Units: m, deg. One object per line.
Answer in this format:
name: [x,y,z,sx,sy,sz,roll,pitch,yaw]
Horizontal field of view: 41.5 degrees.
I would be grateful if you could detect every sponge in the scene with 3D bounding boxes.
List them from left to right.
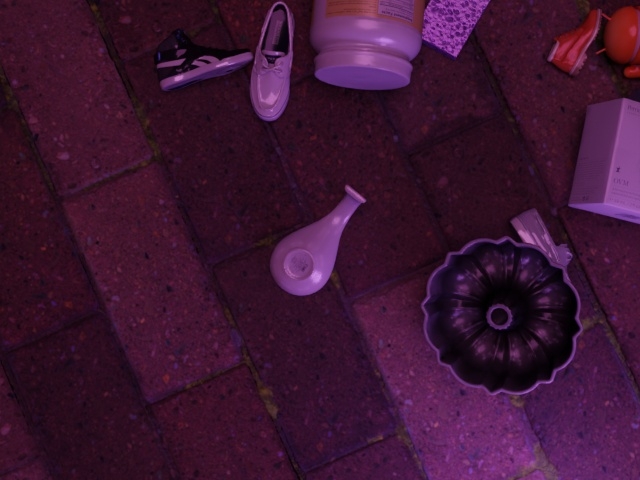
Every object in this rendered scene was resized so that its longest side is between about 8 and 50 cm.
sponge: [0.302,-0.519,1.883,0.117,0.031,0.210,31,88,2]

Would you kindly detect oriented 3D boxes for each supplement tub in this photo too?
supplement tub: [0.102,-0.503,1.780,0.241,0.241,0.331,5,88,1]

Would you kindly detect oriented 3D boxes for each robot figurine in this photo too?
robot figurine: [0.711,-0.443,1.826,0.219,0.158,0.128,3,66,1]

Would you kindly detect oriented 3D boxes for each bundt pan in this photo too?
bundt pan: [0.384,0.148,1.773,0.330,0.124,0.331,2,97,21]

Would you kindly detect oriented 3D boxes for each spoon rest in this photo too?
spoon rest: [0.000,0.000,1.850,0.137,0.084,0.276,40,102,3]

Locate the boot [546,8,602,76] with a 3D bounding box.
boot: [0.562,-0.449,1.865,0.084,0.059,0.158,27,89,7]

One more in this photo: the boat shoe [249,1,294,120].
boat shoe: [-0.108,-0.395,1.856,0.095,0.084,0.258,3,87,1]

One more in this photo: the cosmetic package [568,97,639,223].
cosmetic package: [0.671,-0.160,1.781,0.224,0.138,0.225,12,86,-16]

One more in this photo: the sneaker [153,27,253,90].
sneaker: [-0.265,-0.419,1.861,0.216,0.079,0.121,-17,89,1]

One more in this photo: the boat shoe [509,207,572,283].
boat shoe: [0.501,0.031,1.831,0.081,0.079,0.227,-34,84,4]

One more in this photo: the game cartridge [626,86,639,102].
game cartridge: [0.803,-0.347,1.786,0.297,0.198,0.062,-22,88,0]
